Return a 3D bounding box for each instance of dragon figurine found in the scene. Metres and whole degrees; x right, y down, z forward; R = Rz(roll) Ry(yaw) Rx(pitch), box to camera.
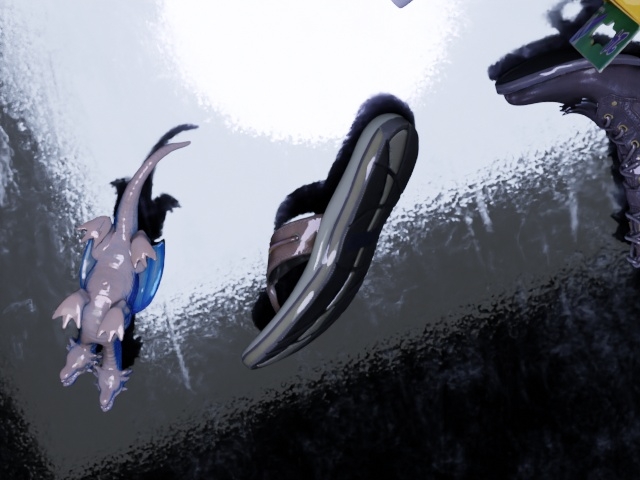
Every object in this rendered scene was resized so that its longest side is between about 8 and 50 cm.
[{"bbox_3d":[-0.209,0.032,1.486,0.085,0.144,0.289,15,86,-1],"label":"dragon figurine"}]

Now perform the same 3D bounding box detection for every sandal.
[{"bbox_3d":[0.001,-0.001,1.474,0.086,0.120,0.303,32,104,21],"label":"sandal"}]

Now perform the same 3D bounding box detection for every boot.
[{"bbox_3d":[0.313,-0.082,1.440,0.263,0.091,0.229,-7,105,1],"label":"boot"}]

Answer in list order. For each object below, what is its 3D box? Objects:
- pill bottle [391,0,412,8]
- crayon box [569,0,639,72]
[{"bbox_3d":[0.162,-0.368,1.313,0.334,0.188,0.188,-37,102,11],"label":"pill bottle"},{"bbox_3d":[0.325,-0.312,1.316,0.083,0.203,0.323,40,103,-9],"label":"crayon box"}]
